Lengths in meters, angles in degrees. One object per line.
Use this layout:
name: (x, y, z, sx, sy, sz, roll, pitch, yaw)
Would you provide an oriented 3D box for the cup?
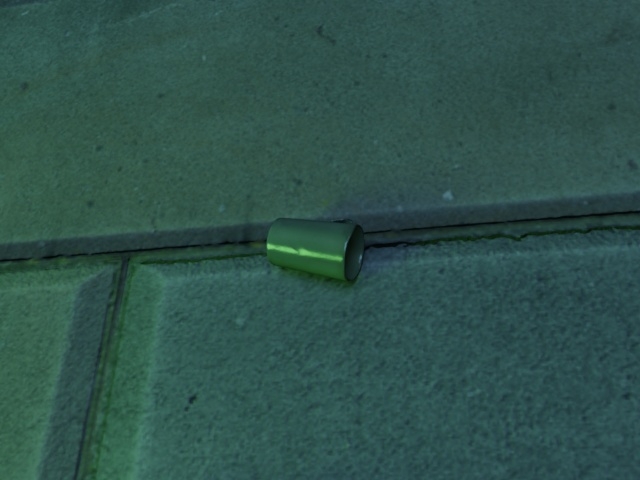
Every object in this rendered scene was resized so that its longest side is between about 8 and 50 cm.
cup: (-0.002, -0.002, 0.822, 0.083, 0.054, 0.075, 9, 62, 21)
